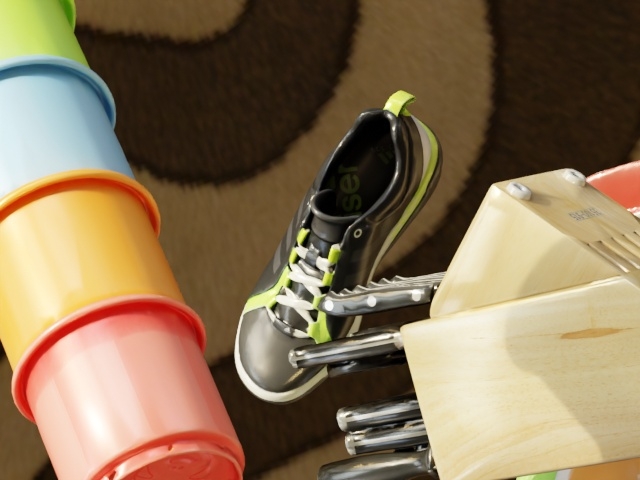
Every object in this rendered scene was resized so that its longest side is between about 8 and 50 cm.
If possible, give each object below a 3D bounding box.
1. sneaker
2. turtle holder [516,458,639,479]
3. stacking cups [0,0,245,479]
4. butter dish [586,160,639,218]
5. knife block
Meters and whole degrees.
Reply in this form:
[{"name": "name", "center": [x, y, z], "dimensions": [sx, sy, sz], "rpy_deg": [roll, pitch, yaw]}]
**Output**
[{"name": "sneaker", "center": [0.000, 0.000, 1.345], "dimensions": [0.084, 0.097, 0.235], "rpy_deg": [27, 87, 23]}, {"name": "turtle holder", "center": [0.237, 0.245, 1.234], "dimensions": [0.243, 0.227, 0.320], "rpy_deg": [9, 117, -3]}, {"name": "stacking cups", "center": [-0.109, -0.026, 0.756], "dimensions": [0.096, 0.316, 0.096], "rpy_deg": [-18, 140, -15]}, {"name": "butter dish", "center": [0.279, -0.004, 1.319], "dimensions": [0.160, 0.118, 0.160], "rpy_deg": [-14, 107, 28]}, {"name": "knife block", "center": [0.117, 0.096, 1.081], "dimensions": [0.275, 0.088, 0.242], "rpy_deg": [37, 118, 26]}]
